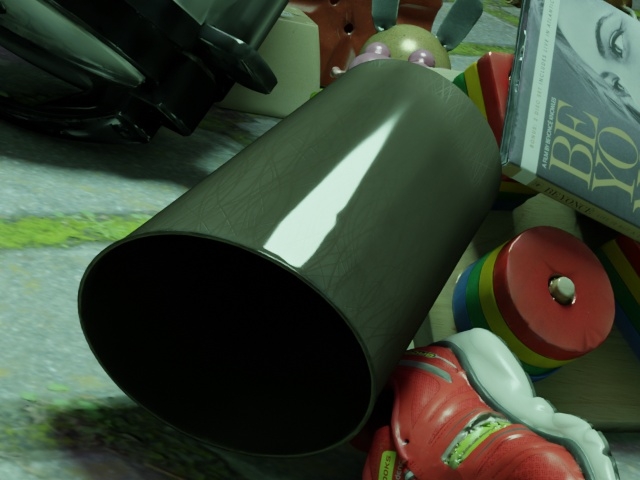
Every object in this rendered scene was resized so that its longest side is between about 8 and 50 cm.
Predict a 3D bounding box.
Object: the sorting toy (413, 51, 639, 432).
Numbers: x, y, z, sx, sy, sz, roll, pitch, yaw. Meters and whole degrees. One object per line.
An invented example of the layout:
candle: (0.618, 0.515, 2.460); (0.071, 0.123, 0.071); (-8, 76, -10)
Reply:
sorting toy: (0.181, -0.004, 1.316); (0.257, 0.255, 0.089); (4, -24, -32)

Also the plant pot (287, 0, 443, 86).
plant pot: (-0.007, -0.311, 2.152); (0.272, 0.272, 0.265); (6, 28, -28)

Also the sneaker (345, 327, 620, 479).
sneaker: (0.084, 0.142, 1.072); (0.118, 0.107, 0.279); (-10, 21, -16)

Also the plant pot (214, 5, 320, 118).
plant pot: (-0.057, -0.187, 1.947); (0.109, 0.096, 0.109); (8, 17, -21)

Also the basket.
basket: (0.000, 0.000, 1.147); (0.204, 0.154, 0.227); (0, 32, 37)

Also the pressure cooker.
pressure cooker: (-0.190, -0.295, 1.680); (0.375, 0.420, 0.370); (35, -8, -24)

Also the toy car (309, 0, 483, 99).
toy car: (0.074, -0.151, 1.785); (0.155, 0.188, 0.149); (15, 17, -1)

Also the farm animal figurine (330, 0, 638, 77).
farm animal figurine: (0.157, -0.057, 1.531); (0.327, 0.330, 0.172); (44, 16, -1)

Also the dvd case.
dvd case: (0.222, -0.072, 1.306); (0.221, 0.018, 0.164); (25, 57, -21)
